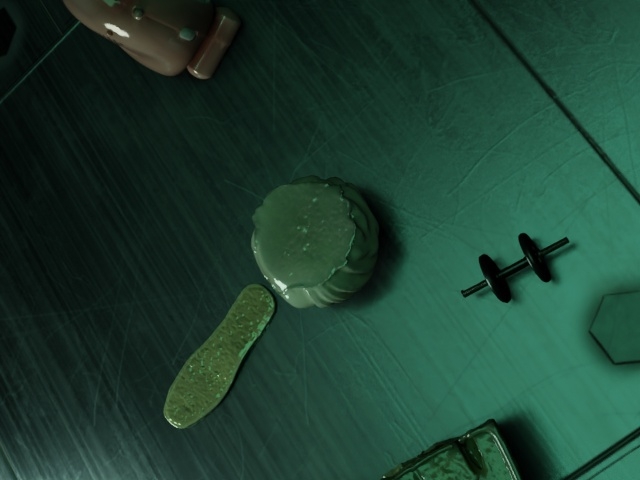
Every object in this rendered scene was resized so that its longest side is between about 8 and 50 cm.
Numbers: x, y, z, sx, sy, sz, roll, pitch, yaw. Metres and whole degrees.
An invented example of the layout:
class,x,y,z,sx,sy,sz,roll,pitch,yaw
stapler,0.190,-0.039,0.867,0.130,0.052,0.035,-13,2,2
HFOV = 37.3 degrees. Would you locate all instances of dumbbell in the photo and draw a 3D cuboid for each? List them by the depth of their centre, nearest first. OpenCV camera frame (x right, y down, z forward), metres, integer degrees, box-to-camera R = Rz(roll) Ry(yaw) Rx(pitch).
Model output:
class,x,y,z,sx,sy,sz,roll,pitch,yaw
dumbbell,0.239,0.034,1.169,0.147,0.069,0.069,-31,73,19

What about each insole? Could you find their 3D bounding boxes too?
class,x,y,z,sx,sy,sz,roll,pitch,yaw
insole,-0.145,0.169,1.362,0.081,0.011,0.248,39,100,23

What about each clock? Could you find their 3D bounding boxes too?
class,x,y,z,sx,sy,sz,roll,pitch,yaw
clock,-0.270,-0.333,1.347,0.227,0.241,0.142,38,104,22

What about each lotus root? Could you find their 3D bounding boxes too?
class,x,y,z,sx,sy,sz,roll,pitch,yaw
lotus root,0.144,0.314,1.149,0.234,0.138,0.119,-33,78,17

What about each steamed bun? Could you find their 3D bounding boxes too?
class,x,y,z,sx,sy,sz,roll,pitch,yaw
steamed bun,0.000,0.000,1.263,0.182,0.106,0.183,-4,80,22
